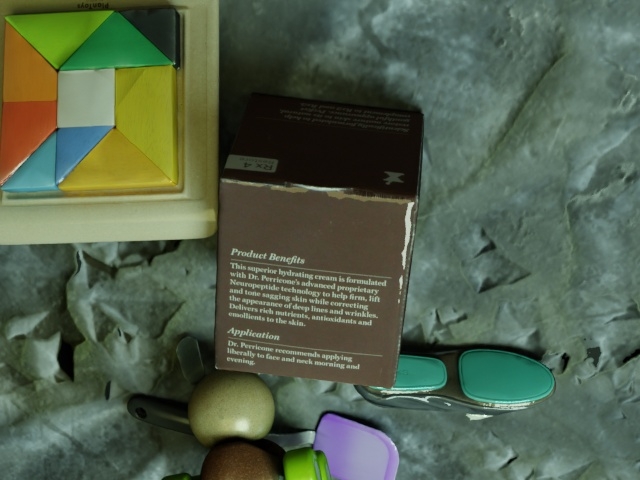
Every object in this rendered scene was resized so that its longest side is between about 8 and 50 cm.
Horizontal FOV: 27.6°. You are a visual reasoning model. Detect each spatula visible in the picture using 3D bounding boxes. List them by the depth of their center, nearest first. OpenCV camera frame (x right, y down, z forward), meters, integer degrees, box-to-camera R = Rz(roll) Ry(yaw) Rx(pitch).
[{"bbox_3d":[-0.062,0.207,1.389,0.296,0.030,0.084,12,121,0],"label":"spatula"}]

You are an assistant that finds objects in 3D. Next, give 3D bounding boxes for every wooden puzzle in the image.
[{"bbox_3d":[-0.198,-0.118,1.141,0.221,0.044,0.238,-2,87,8],"label":"wooden puzzle"}]

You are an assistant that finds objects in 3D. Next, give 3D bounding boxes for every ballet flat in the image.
[{"bbox_3d":[0.132,0.146,1.314,0.203,0.074,0.074,3,121,-2],"label":"ballet flat"}]

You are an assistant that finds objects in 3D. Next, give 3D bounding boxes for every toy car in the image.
[{"bbox_3d":[-0.086,0.183,1.321,0.155,0.149,0.188,-13,77,5],"label":"toy car"}]

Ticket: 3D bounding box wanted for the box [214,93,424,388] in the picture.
[{"bbox_3d":[0.000,0.000,1.177,0.168,0.167,0.203,7,121,3],"label":"box"}]
